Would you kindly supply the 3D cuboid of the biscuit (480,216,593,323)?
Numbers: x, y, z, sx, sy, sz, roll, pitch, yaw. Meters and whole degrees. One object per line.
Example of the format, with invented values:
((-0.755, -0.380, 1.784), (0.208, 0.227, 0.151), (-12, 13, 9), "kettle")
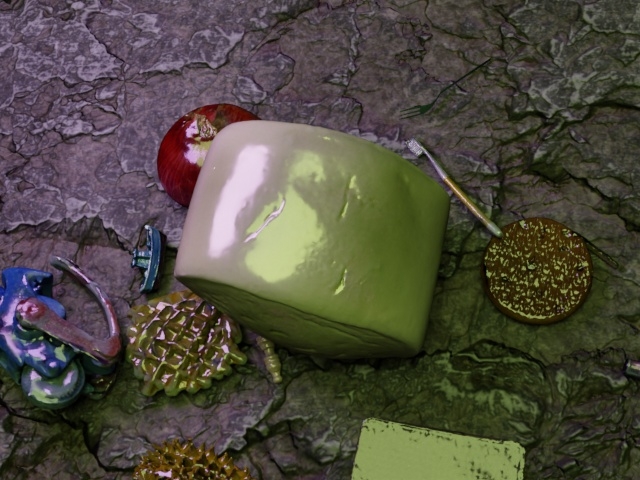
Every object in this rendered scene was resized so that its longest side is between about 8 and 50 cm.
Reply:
((0.398, 0.056, 1.813), (0.212, 0.036, 0.212), (-2, 67, 6), "biscuit")

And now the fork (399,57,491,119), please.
((0.259, -0.305, 1.990), (0.235, 0.039, 0.021), (-33, 71, -12), "fork")

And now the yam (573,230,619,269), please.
((0.510, 0.017, 1.830), (0.014, 0.014, 0.107), (-44, 68, -13), "yam")

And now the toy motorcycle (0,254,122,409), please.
((-0.505, 0.165, 1.811), (0.319, 0.241, 0.182), (41, 116, 14), "toy motorcycle")

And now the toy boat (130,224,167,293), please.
((-0.331, 0.036, 1.884), (0.061, 0.060, 0.137), (12, 70, -12), "toy boat")

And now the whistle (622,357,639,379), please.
((0.615, 0.241, 1.711), (0.177, 0.033, 0.033), (14, 68, 13), "whistle")

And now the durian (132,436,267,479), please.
((-0.173, 0.453, 1.656), (0.191, 0.112, 0.341), (-38, 66, -9), "durian")

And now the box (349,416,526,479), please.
((0.188, 0.412, 1.620), (0.274, 0.143, 0.184), (8, 67, 9), "box")

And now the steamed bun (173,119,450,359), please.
((0.000, 0.000, 1.691), (0.456, 0.290, 0.371), (17, 70, -12), "steamed bun")

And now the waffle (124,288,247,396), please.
((-0.253, 0.185, 1.814), (0.224, 0.054, 0.204), (-16, 66, -2), "waffle")

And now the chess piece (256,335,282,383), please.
((-0.088, 0.217, 1.796), (0.035, 0.035, 0.092), (-18, 70, -2), "chess piece")

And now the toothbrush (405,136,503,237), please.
((0.253, -0.102, 1.889), (0.024, 0.021, 0.288), (-39, 60, 1), "toothbrush")

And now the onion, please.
((-0.204, -0.161, 1.916), (0.248, 0.161, 0.247), (-2, 84, 17), "onion")
